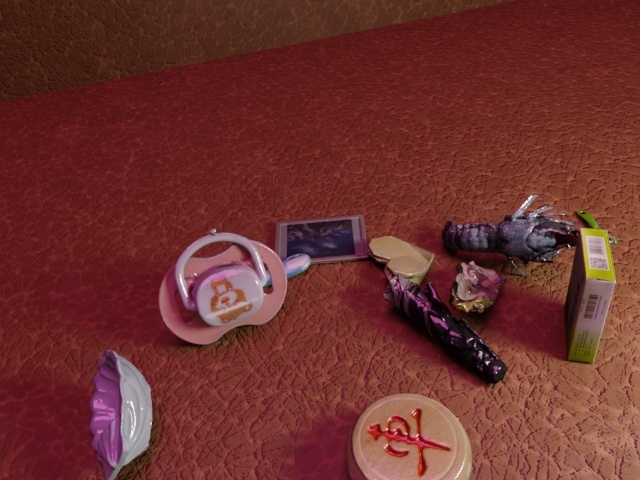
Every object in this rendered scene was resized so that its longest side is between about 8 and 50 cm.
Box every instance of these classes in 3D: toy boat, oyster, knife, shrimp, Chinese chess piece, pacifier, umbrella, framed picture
[{"bbox_3d":[-0.434,0.371,1.262,0.100,0.199,0.290,12,30,-31],"label":"toy boat"},{"bbox_3d":[0.371,0.121,1.430,0.129,0.078,0.345,34,25,15],"label":"oyster"},{"bbox_3d":[-0.131,0.093,1.639,0.222,0.031,0.064,-21,56,-9],"label":"knife"},{"bbox_3d":[0.792,-0.042,1.676,0.078,0.022,0.166,-4,40,-4],"label":"knife"},{"bbox_3d":[0.518,-0.009,1.543,0.411,0.221,0.166,-3,15,26],"label":"shrimp"},{"bbox_3d":[0.173,0.423,1.148,0.251,0.097,0.250,-4,40,3],"label":"Chinese chess piece"},{"bbox_3d":[-0.250,0.126,1.488,0.332,0.273,0.220,-19,69,-16],"label":"pacifier"},{"bbox_3d":[0.304,0.202,1.392,0.106,0.113,0.358,-47,54,-4],"label":"umbrella"},{"bbox_3d":[0.000,0.000,1.746,0.281,0.019,0.209,-6,40,1],"label":"framed picture"}]

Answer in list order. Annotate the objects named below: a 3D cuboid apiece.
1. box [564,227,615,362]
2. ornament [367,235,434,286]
[{"bbox_3d":[0.604,0.126,1.311,0.062,0.260,0.175,5,40,15],"label":"box"},{"bbox_3d":[0.241,0.052,1.623,0.180,0.059,0.201,-9,36,-21],"label":"ornament"}]
